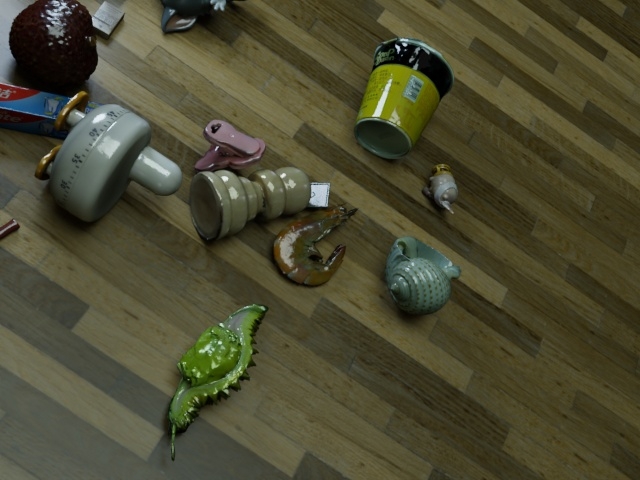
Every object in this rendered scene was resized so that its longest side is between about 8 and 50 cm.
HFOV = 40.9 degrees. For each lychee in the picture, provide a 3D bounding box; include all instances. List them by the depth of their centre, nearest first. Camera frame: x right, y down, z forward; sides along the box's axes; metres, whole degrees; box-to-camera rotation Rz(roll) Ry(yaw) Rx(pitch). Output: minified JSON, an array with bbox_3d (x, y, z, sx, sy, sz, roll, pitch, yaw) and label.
[{"bbox_3d":[-0.546,-0.411,1.767,0.194,0.194,0.195,11,60,-19],"label":"lychee"}]

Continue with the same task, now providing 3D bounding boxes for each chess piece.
[{"bbox_3d":[-0.137,-0.090,1.819,0.260,0.143,0.143,-12,69,-35],"label":"chess piece"}]

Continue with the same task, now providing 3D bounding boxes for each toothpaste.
[{"bbox_3d":[-0.584,-0.261,1.732,0.320,0.076,0.066,9,62,-20],"label":"toothpaste"}]

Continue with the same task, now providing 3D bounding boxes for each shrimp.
[{"bbox_3d":[0.000,0.000,1.869,0.248,0.068,0.150,-43,98,-30],"label":"shrimp"}]

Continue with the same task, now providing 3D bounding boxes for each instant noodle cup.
[{"bbox_3d":[0.188,-0.332,2.058,0.215,0.215,0.236,29,62,-8],"label":"instant noodle cup"}]

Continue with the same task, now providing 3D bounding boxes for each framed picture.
[{"bbox_3d":[-0.024,-0.101,1.917,0.089,0.007,0.066,1,59,9],"label":"framed picture"}]

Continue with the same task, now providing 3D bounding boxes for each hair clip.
[{"bbox_3d":[-0.190,-0.187,1.845,0.138,0.102,0.123,23,52,1],"label":"hair clip"}]

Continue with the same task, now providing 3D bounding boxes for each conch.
[{"bbox_3d":[0.214,0.089,1.875,0.200,0.131,0.172,11,27,-50],"label":"conch"}]

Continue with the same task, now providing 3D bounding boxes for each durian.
[{"bbox_3d":[-0.196,0.241,1.620,0.132,0.107,0.375,33,50,2],"label":"durian"}]

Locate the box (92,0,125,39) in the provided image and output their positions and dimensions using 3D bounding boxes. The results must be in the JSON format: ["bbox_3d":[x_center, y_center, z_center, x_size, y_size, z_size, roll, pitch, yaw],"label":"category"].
[{"bbox_3d":[-0.484,-0.498,1.939,0.053,0.024,0.083,27,54,-9],"label":"box"}]

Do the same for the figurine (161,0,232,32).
[{"bbox_3d":[-0.272,-0.612,2.034,0.265,0.140,0.193,-23,97,-45],"label":"figurine"}]

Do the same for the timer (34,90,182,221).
[{"bbox_3d":[-0.401,-0.139,1.656,0.240,0.233,0.234,32,55,-2],"label":"timer"}]

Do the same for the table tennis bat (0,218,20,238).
[{"bbox_3d":[-0.631,0.007,1.601,0.098,0.019,0.154,47,57,6],"label":"table tennis bat"}]

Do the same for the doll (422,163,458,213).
[{"bbox_3d":[0.287,-0.118,2.063,0.084,0.073,0.127,-9,58,8],"label":"doll"}]
